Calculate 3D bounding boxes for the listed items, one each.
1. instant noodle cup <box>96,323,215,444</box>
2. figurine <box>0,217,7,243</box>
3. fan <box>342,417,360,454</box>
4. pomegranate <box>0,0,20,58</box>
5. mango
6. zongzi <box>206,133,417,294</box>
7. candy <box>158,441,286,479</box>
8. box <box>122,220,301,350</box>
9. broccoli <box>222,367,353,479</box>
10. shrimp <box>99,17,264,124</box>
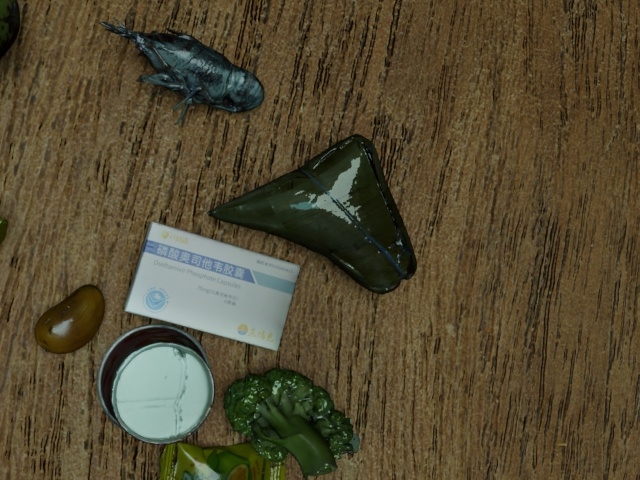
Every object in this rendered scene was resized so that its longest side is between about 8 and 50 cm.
[{"bbox_3d":[-0.322,0.291,1.457,0.242,0.231,0.243,1,86,-16],"label":"instant noodle cup"},{"bbox_3d":[-0.758,-0.079,1.389,0.326,0.169,0.218,43,60,-12],"label":"figurine"},{"bbox_3d":[0.066,0.449,1.681,0.056,0.004,0.083,10,82,-16],"label":"fan"},{"bbox_3d":[-0.710,-0.478,1.409,0.285,0.285,0.341,20,50,-15],"label":"pomegranate"},{"bbox_3d":[-0.501,0.164,1.489,0.159,0.084,0.105,-44,104,-15],"label":"mango"},{"bbox_3d":[0.000,0.000,1.622,0.392,0.174,0.356,-27,100,-8],"label":"zongzi"},{"bbox_3d":[-0.206,0.515,1.556,0.297,0.081,0.187,7,82,-29],"label":"candy"},{"bbox_3d":[-0.230,0.101,1.586,0.343,0.065,0.200,18,80,-15],"label":"box"},{"bbox_3d":[-0.051,0.407,1.529,0.186,0.302,0.254,-52,147,16],"label":"broccoli"},{"bbox_3d":[-0.296,-0.349,1.559,0.372,0.137,0.172,15,65,-17],"label":"shrimp"}]
